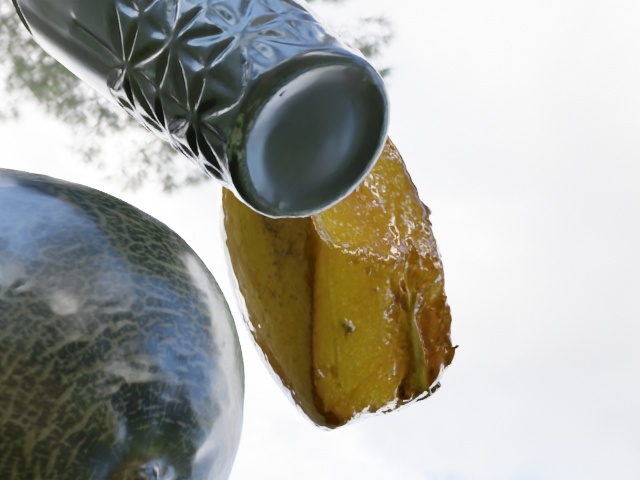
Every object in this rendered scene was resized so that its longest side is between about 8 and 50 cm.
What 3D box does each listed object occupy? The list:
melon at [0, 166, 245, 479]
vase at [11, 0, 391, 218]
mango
[{"bbox_3d":[-0.187,0.078,0.540,0.329,0.248,0.248,13,-46,47],"label":"melon"},{"bbox_3d":[-0.076,-0.122,0.617,0.301,0.156,0.251,44,-13,43],"label":"vase"},{"bbox_3d":[0.000,0.000,0.843,0.199,0.201,0.350,-21,-89,20],"label":"mango"}]
